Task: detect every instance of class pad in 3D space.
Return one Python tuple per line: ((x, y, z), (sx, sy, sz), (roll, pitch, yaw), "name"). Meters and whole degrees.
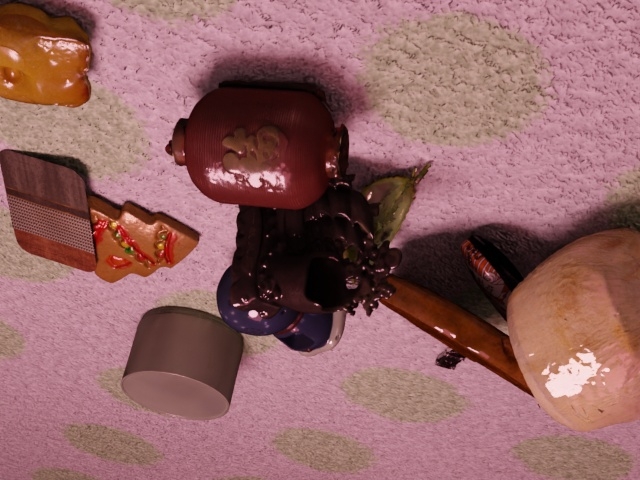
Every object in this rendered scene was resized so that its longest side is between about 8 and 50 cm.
((-0.551, -0.051, 1.797), (0.323, 0.055, 0.250), (3, 136, 0), "pad")

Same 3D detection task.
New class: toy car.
((0.254, 0.228, 2.031), (0.041, 0.025, 0.093), (16, 151, -9), "toy car")

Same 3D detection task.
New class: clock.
((-0.071, 0.114, 1.861), (0.243, 0.147, 0.199), (28, 149, -37), "clock")

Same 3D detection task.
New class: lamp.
((-0.087, -0.136, 1.460), (0.257, 0.180, 0.180), (6, 147, 12), "lamp")

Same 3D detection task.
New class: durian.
((0.099, -0.035, 1.597), (0.086, 0.100, 0.215), (26, 100, -19), "durian")

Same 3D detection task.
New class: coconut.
((0.445, 0.129, 1.571), (0.254, 0.297, 0.297), (-24, 134, 31), "coconut")

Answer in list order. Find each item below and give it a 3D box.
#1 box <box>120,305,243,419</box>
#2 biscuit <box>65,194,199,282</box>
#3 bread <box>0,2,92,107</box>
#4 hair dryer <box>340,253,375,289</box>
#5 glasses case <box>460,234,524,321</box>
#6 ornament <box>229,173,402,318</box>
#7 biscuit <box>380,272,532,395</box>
((-0.280, 0.254, 2.131), (0.226, 0.149, 0.226), (8, 147, 5), "box")
((-0.332, 0.005, 1.841), (0.238, 0.041, 0.212), (0, 136, 7), "biscuit")
((-0.430, -0.264, 1.447), (0.232, 0.088, 0.161), (14, 153, -8), "bread")
((0.068, 0.043, 1.745), (0.071, 0.124, 0.219), (11, 164, 6), "hair dryer")
((0.309, 0.084, 1.719), (0.067, 0.103, 0.267), (-41, 132, 2), "glasses case")
((0.000, 0.000, 1.566), (0.260, 0.251, 0.106), (-11, 156, 32), "ornament")
((0.253, 0.164, 1.744), (0.381, 0.074, 0.359), (30, 180, -24), "biscuit")
